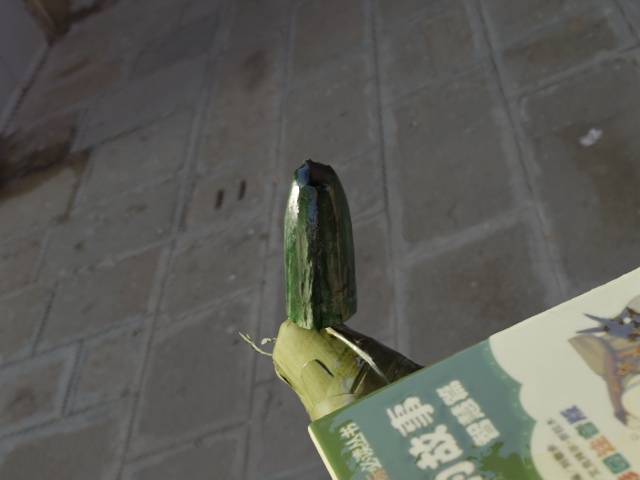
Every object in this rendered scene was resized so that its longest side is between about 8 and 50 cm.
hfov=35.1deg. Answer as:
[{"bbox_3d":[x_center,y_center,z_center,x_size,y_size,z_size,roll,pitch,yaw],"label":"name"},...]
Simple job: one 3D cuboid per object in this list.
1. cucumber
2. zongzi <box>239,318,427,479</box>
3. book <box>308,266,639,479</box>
[{"bbox_3d":[0.000,0.000,0.646,0.048,0.105,0.048,-1,21,0],"label":"cucumber"},{"bbox_3d":[-0.013,0.091,0.632,0.154,0.062,0.130,26,31,25],"label":"zongzi"},{"bbox_3d":[0.146,0.096,0.472,0.264,0.027,0.202,-24,33,-7],"label":"book"}]
